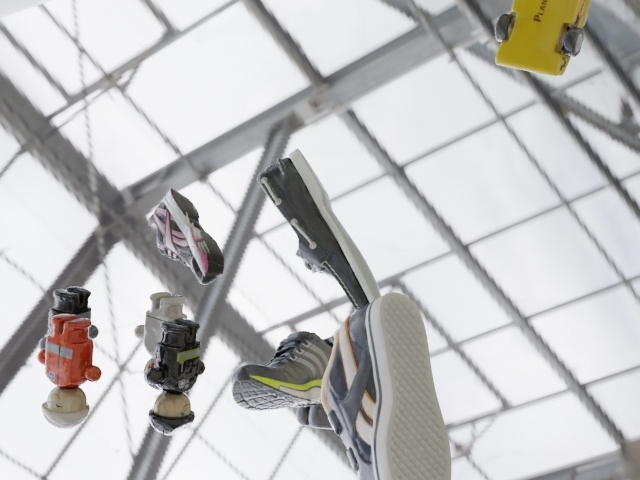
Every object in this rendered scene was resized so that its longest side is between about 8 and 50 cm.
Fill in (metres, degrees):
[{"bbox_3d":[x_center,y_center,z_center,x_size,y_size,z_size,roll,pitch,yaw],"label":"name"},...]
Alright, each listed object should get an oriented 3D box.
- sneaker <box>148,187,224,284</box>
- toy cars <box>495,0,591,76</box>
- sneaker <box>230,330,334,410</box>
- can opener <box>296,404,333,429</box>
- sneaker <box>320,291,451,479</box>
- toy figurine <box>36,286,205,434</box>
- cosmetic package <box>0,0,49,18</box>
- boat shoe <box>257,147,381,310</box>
[{"bbox_3d":[-0.212,0.007,1.918,0.072,0.077,0.178,29,-155,-48],"label":"sneaker"},{"bbox_3d":[0.247,-0.376,1.517,0.087,0.176,0.394,21,-134,-65],"label":"toy cars"},{"bbox_3d":[-0.050,0.210,2.017,0.300,0.111,0.121,11,-114,-60],"label":"sneaker"},{"bbox_3d":[0.082,0.348,2.249,0.283,0.076,0.095,10,-96,-36],"label":"can opener"},{"bbox_3d":[0.082,0.236,1.606,0.126,0.127,0.321,22,-128,-38],"label":"sneaker"},{"bbox_3d":[-0.261,0.156,1.608,0.213,0.209,0.148,3,-78,-15],"label":"toy figurine"},{"bbox_3d":[-0.551,-0.601,2.057,0.327,0.393,0.329,23,-116,-51],"label":"cosmetic package"},{"bbox_3d":[0.000,0.000,1.973,0.302,0.091,0.114,62,-173,21],"label":"boat shoe"}]
